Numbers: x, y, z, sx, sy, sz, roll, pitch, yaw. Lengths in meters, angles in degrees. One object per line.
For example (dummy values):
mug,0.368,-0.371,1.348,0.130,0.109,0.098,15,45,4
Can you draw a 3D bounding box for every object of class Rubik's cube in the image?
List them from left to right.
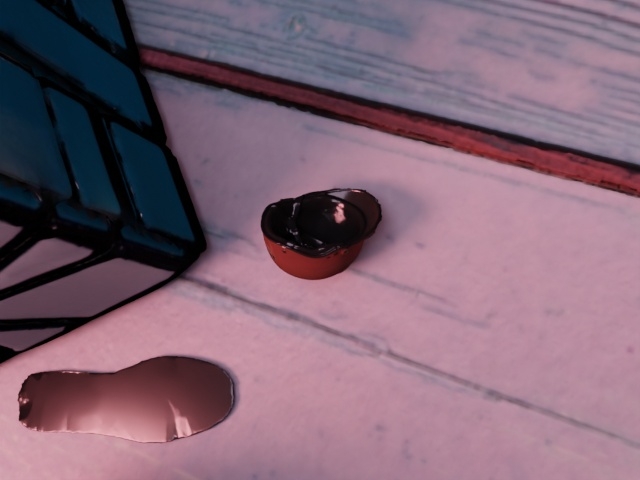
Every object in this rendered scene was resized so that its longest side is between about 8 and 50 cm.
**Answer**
Rubik's cube,-0.289,-0.069,0.537,0.294,0.288,0.283,-24,72,15

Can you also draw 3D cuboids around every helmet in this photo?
helmet,0.001,0.001,0.548,0.084,0.049,0.065,-10,40,-10

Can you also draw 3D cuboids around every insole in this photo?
insole,-0.151,0.121,0.599,0.189,0.004,0.064,-5,77,18
